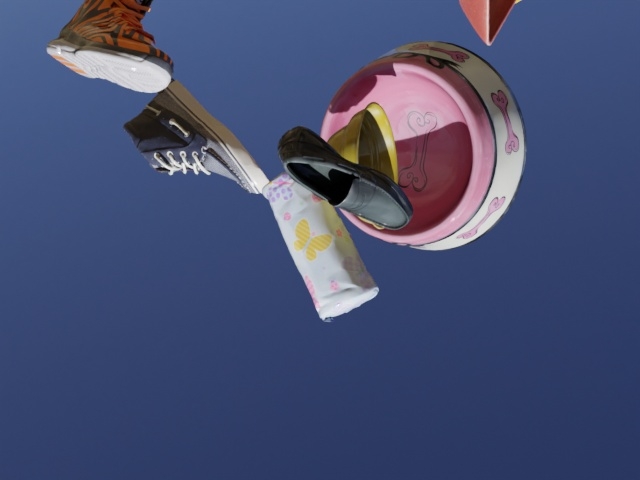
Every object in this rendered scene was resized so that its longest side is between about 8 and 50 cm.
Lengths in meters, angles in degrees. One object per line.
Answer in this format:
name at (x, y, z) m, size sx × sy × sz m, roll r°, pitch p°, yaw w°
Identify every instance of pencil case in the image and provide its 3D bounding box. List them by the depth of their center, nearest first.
pencil case at (0.000, 0.000, 2.122) m, size 0.113 × 0.273 × 0.124 m, roll -28°, pitch 172°, yaw 17°

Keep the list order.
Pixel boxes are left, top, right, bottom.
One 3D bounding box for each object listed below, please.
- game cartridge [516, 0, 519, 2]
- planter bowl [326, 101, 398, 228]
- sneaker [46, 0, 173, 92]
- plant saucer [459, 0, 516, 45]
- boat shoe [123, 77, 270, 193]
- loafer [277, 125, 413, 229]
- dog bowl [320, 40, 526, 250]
game cartridge at (0.383, -0.667, 2.580) m, size 0.285 × 0.324 × 0.053 m, roll -27°, pitch -159°, yaw 14°
planter bowl at (0.059, -0.126, 2.089) m, size 0.090 × 0.217 × 0.217 m, roll -3°, pitch -149°, yaw 22°
sneaker at (-0.315, -0.349, 1.948) m, size 0.321 × 0.124 × 0.180 m, roll 21°, pitch -100°, yaw 46°
plant saucer at (0.200, -0.383, 1.277) m, size 0.047 × 0.258 × 0.259 m, roll 15°, pitch -130°, yaw 20°
boat shoe at (-0.249, -0.167, 2.396) m, size 0.158 × 0.127 × 0.340 m, roll -41°, pitch -124°, yaw -6°
loafer at (0.033, -0.071, 1.656) m, size 0.076 × 0.223 × 0.078 m, roll -41°, pitch -151°, yaw 33°
dog bowl at (0.175, -0.173, 2.304) m, size 0.407 × 0.408 × 0.150 m, roll -3°, pitch -174°, yaw 30°
